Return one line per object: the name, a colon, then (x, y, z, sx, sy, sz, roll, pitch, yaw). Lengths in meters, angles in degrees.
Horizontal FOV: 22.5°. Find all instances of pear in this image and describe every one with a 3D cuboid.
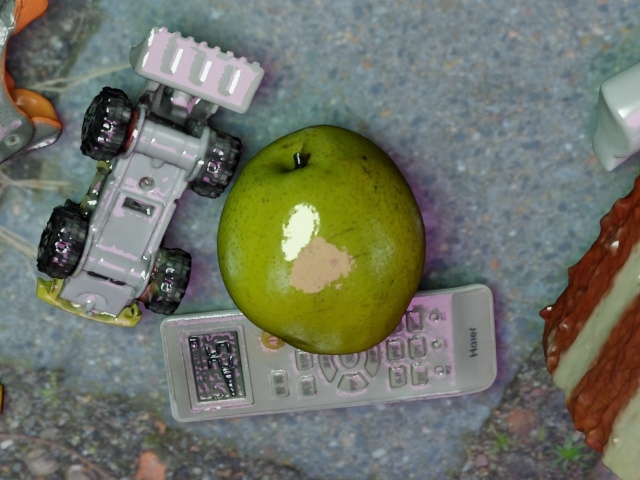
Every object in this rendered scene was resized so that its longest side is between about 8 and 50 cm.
pear: (-0.001, -0.001, 1.396, 0.198, 0.198, 0.198, -3, 117, -6)

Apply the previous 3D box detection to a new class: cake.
cake: (0.390, 0.106, 1.429, 0.270, 0.319, 0.269, 23, 110, -18)

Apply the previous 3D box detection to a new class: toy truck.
toy truck: (-0.154, -0.055, 1.390, 0.136, 0.111, 0.286, 19, 111, -19)

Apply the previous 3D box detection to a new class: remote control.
remote control: (0.010, 0.101, 1.528, 0.313, 0.055, 0.109, -6, 111, 0)

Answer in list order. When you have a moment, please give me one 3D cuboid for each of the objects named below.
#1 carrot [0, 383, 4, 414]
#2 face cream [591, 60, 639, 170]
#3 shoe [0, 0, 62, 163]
carrot: (-0.381, 0.141, 1.497, 0.171, 0.042, 0.042, 5, 116, -10)
face cream: (0.392, -0.178, 1.382, 0.370, 0.145, 0.145, -30, 117, 10)
shoe: (-0.308, -0.095, 1.351, 0.171, 0.132, 0.336, 13, 112, -24)
